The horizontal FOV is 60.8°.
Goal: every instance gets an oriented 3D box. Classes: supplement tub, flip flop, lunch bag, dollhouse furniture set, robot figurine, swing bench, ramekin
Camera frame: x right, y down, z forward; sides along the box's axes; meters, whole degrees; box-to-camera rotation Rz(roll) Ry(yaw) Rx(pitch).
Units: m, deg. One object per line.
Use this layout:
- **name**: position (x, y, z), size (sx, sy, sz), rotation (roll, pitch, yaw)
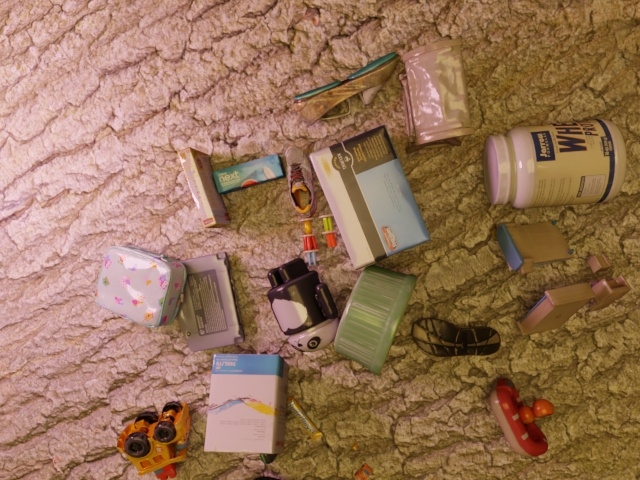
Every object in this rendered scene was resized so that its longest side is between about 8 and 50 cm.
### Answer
- **supplement tub**: position (0.641, -0.210, 1.525), size (0.325, 0.235, 0.235), rotation (-5, 91, 5)
- **flip flop**: position (0.404, 0.293, 1.647), size (0.277, 0.080, 0.112), rotation (4, 87, -10)
- **lunch bag**: position (-0.550, 0.135, 1.688), size (0.279, 0.108, 0.223), rotation (17, 92, 20)
- **dollhouse furniture set**: position (0.672, 0.086, 1.618), size (0.287, 0.198, 0.303), rotation (-9, 58, -15)
- **robot figurine**: position (-0.055, 0.198, 1.633), size (0.174, 0.209, 0.278), rotation (-24, 89, -7)
- **swing bench**: position (0.319, -0.395, 1.542), size (0.165, 0.255, 0.253), rotation (-8, 91, 6)
- **ramekin**: position (0.155, 0.216, 1.559), size (0.148, 0.303, 0.303), rotation (21, 93, 11)

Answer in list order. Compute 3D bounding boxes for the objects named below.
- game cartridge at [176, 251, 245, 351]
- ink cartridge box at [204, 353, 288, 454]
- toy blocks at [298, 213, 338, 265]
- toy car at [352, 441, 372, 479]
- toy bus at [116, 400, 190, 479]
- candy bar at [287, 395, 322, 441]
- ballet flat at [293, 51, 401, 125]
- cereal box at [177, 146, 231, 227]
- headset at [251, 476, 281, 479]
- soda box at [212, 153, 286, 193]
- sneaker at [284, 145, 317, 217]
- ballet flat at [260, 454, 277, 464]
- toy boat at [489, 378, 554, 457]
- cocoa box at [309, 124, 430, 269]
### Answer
- **game cartridge**: position (-0.362, 0.196, 1.726), size (0.196, 0.060, 0.293), rotation (-11, 90, 2)
- **ink cartridge box**: position (-0.209, 0.483, 1.603), size (0.198, 0.198, 0.269), rotation (0, 69, 5)
- **toy blocks**: position (0.000, 0.000, 1.674), size (0.123, 0.054, 0.147), rotation (-9, 91, 22)
- **toy car**: position (0.114, 0.698, 1.698), size (0.060, 0.040, 0.122), rotation (-31, 89, 6)
- **toy bus**: position (-0.488, 0.644, 1.713), size (0.221, 0.149, 0.211), rotation (-24, 102, 3)
- **candy bar**: position (-0.057, 0.562, 1.723), size (0.040, 0.018, 0.161), rotation (-38, 89, 5)
- **ballet flat**: position (0.090, -0.447, 1.644), size (0.349, 0.123, 0.123), rotation (-24, 89, 5)
- **cereal box**: position (-0.348, -0.154, 1.654), size (0.048, 0.173, 0.240), rotation (-19, 89, 6)
- **headset**: position (-0.078, 0.849, 1.630), size (0.394, 0.243, 0.185), rotation (31, 124, -24)
- **soda box**: position (-0.219, -0.205, 1.693), size (0.210, 0.067, 0.071), rotation (-15, 90, 6)
- **sneaker**: position (-0.059, -0.182, 1.665), size (0.088, 0.093, 0.225), rotation (-15, 90, 6)
- **ballet flat**: position (-0.196, 0.602, 1.718), size (0.074, 0.074, 0.203), rotation (-34, 82, 5)
- **toy boat**: position (0.601, 0.506, 1.581), size (0.151, 0.151, 0.230), rotation (-26, 90, 25)
- **cocoa box**: position (0.145, -0.120, 1.577), size (0.228, 0.231, 0.346), rotation (-22, 89, 6)
